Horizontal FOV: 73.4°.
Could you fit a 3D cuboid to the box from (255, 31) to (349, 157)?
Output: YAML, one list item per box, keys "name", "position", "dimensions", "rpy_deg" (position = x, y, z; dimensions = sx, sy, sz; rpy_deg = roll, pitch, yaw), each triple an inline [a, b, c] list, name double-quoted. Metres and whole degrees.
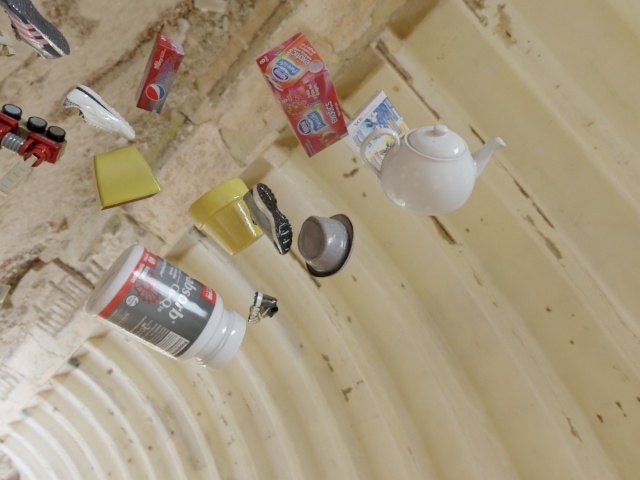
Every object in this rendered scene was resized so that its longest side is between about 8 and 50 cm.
- name: "box"
  position: [-0.033, -0.322, 0.990]
  dimensions: [0.123, 0.128, 0.257]
  rpy_deg: [-29, 159, 3]

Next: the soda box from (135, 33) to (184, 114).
- name: "soda box"
  position: [-0.583, -0.592, 1.543]
  dimensions: [0.263, 0.092, 0.083]
  rpy_deg: [-51, -136, 32]

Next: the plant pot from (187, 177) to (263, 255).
- name: "plant pot"
  position: [-0.352, -0.081, 1.697]
  dimensions: [0.254, 0.238, 0.254]
  rpy_deg: [-36, 180, 0]

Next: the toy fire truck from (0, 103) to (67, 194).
- name: "toy fire truck"
  position: [-0.990, -0.291, 1.390]
  dimensions: [0.158, 0.217, 0.246]
  rpy_deg: [-51, -158, 31]

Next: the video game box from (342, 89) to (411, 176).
- name: "video game box"
  position: [0.181, -0.336, 1.364]
  dimensions: [0.187, 0.205, 0.048]
  rpy_deg: [-46, -150, 1]

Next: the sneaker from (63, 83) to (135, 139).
- name: "sneaker"
  position: [-0.729, -0.405, 1.426]
  dimensions: [0.090, 0.235, 0.094]
  rpy_deg: [15, -110, 42]

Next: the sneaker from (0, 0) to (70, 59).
- name: "sneaker"
  position: [-1.026, -0.745, 1.472]
  dimensions: [0.131, 0.112, 0.319]
  rpy_deg: [-14, 154, 7]

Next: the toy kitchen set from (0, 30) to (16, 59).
- name: "toy kitchen set"
  position: [-1.224, -0.742, 1.625]
  dimensions: [0.075, 0.083, 0.068]
  rpy_deg: [-12, -167, 7]

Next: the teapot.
- name: "teapot"
  position: [0.267, -0.197, 1.060]
  dimensions: [0.256, 0.253, 0.186]
  rpy_deg: [-32, 144, -32]

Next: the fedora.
- name: "fedora"
  position: [0.000, 0.000, 1.561]
  dimensions: [0.244, 0.124, 0.275]
  rpy_deg: [-31, -133, 30]

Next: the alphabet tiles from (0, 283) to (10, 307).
- name: "alphabet tiles"
  position: [-0.960, 0.174, 1.039]
  dimensions: [0.011, 0.286, 0.342]
  rpy_deg: [-53, -149, 40]

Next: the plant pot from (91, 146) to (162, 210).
- name: "plant pot"
  position: [-0.742, -0.234, 1.604]
  dimensions: [0.212, 0.187, 0.212]
  rpy_deg: [-21, -170, -29]

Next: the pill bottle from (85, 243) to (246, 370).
- name: "pill bottle"
  position: [-0.392, 0.187, 1.133]
  dimensions: [0.210, 0.363, 0.210]
  rpy_deg: [-38, -150, 26]

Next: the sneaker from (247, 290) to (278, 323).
- name: "sneaker"
  position: [-0.220, 0.274, 1.660]
  dimensions: [0.234, 0.106, 0.078]
  rpy_deg: [117, -18, -53]

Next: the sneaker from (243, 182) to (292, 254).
- name: "sneaker"
  position: [-0.189, -0.070, 1.556]
  dimensions: [0.108, 0.271, 0.100]
  rpy_deg: [-24, -176, 32]
